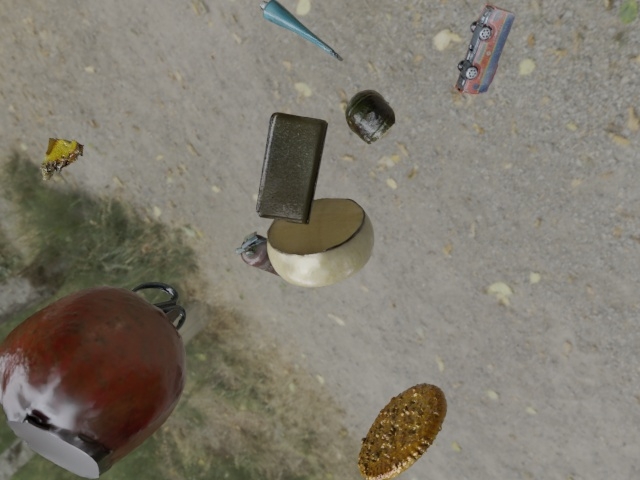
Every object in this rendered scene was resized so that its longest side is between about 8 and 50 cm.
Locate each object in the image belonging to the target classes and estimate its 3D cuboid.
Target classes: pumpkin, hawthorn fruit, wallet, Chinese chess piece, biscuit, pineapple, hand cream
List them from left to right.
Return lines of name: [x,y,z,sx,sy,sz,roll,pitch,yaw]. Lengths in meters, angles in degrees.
pineapple: [-0.600,-0.187,1.416,0.114,0.114,0.077,-13,131,45]
hawthorn fruit: [-0.261,0.155,0.767,0.215,0.250,0.215,29,137,32]
wallet: [-0.055,-0.132,1.154,0.031,0.110,0.198,-131,50,-67]
hand cream: [-0.044,-0.477,1.417,0.224,0.048,0.083,36,-167,4]
Chinese chess piece: [0.000,0.000,1.477,0.257,0.257,0.104,19,136,41]
pumpkin: [0.117,-0.327,1.595,0.108,0.119,0.183,36,-169,-16]
biscuit: [0.170,0.405,1.335,0.035,0.254,0.254,43,152,-9]

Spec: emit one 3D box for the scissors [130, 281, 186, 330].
scissors: [-0.376,0.144,1.061,0.109,0.300,0.022,63,143,19]

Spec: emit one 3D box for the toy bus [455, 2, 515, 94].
toy bus: [0.360,-0.417,1.372,0.065,0.077,0.192,-104,25,-59]

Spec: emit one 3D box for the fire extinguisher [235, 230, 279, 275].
fire extinguisher: [-0.157,0.038,1.839,0.105,0.104,0.269,29,180,30]
